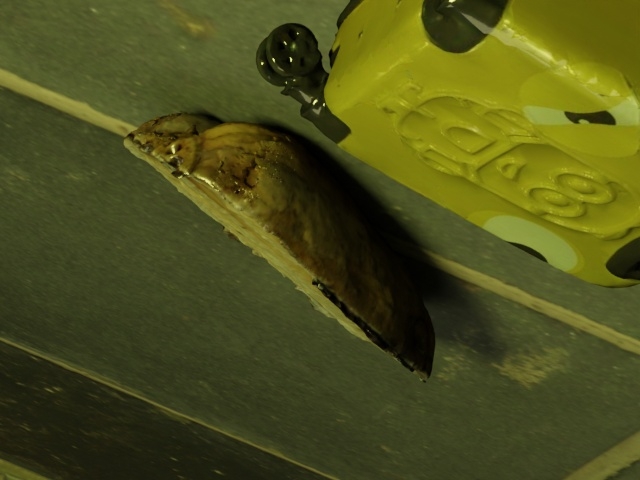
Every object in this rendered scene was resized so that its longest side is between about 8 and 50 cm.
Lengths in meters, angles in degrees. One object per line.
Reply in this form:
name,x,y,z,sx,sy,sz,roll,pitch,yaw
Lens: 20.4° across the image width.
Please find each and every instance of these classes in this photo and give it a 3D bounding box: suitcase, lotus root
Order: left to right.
lotus root,0.001,0.000,1.274,0.167,0.078,0.329,36,176,42
suitcase,0.116,-0.091,0.802,0.235,0.143,0.194,28,159,-14
